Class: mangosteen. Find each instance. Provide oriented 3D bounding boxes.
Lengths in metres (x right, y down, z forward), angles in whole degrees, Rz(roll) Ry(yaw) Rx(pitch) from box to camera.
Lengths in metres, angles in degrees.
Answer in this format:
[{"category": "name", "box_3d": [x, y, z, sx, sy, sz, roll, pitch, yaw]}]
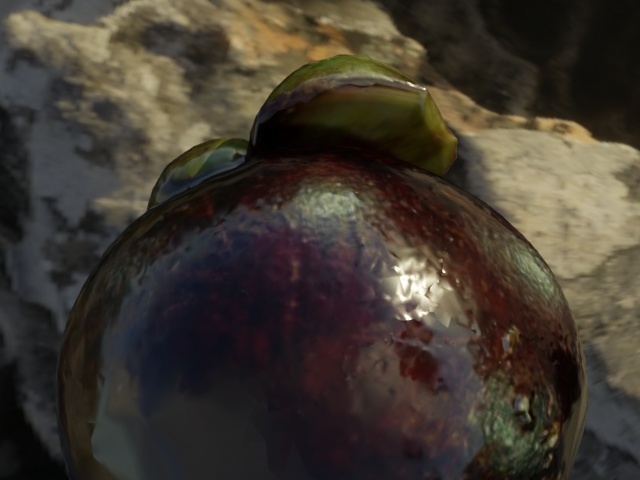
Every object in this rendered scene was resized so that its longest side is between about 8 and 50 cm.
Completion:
[{"category": "mangosteen", "box_3d": [0.004, 0.078, 0.993, 0.330, 0.330, 0.330, 0, 89, 17]}]
